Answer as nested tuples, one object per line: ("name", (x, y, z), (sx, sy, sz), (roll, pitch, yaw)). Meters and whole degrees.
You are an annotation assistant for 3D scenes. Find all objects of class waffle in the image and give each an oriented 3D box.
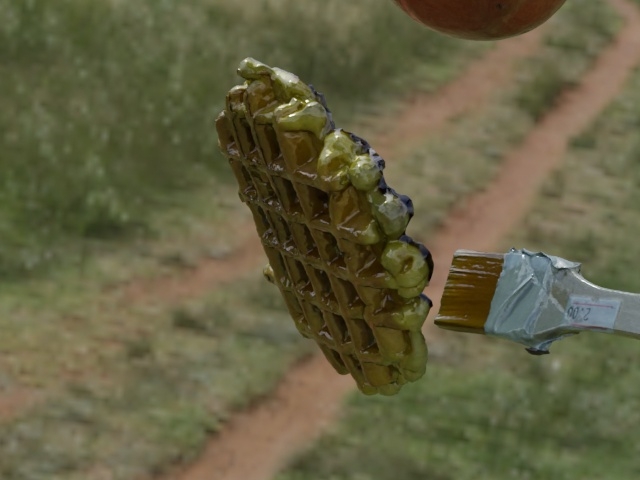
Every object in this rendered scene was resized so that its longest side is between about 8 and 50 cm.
("waffle", (-0.001, -0.007, 1.607), (0.058, 0.301, 0.281), (-28, 45, -20))

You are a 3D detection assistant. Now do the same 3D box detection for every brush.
("brush", (0.224, 0.054, 1.476), (0.336, 0.085, 0.020), (6, -19, 44))

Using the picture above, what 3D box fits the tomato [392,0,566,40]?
("tomato", (0.159, -0.327, 1.911), (0.224, 0.256, 0.256), (17, 12, 30))
